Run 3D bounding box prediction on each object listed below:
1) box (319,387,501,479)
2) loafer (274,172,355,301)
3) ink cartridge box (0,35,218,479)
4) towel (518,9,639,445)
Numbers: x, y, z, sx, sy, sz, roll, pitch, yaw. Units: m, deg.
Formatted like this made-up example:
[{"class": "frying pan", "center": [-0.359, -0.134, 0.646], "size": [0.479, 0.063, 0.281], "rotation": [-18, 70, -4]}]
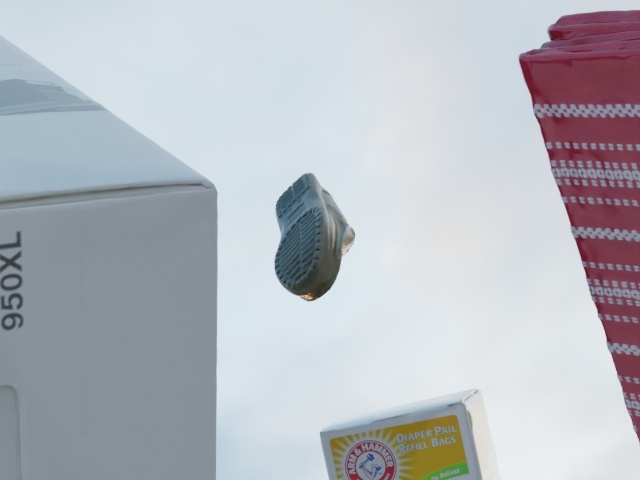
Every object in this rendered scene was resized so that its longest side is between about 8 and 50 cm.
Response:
[{"class": "box", "center": [0.081, 0.221, 1.316], "size": [0.114, 0.203, 0.103], "rotation": [-12, -2, 12]}, {"class": "loafer", "center": [0.000, 0.000, 1.300], "size": [0.050, 0.148, 0.056], "rotation": [37, -66, -21]}, {"class": "ink cartridge box", "center": [-0.206, 0.055, 1.067], "size": [0.166, 0.395, 0.285], "rotation": [-8, -70, -24]}, {"class": "towel", "center": [0.197, 0.030, 0.756], "size": [0.031, 0.199, 0.274], "rotation": [-32, -69, -34]}]
